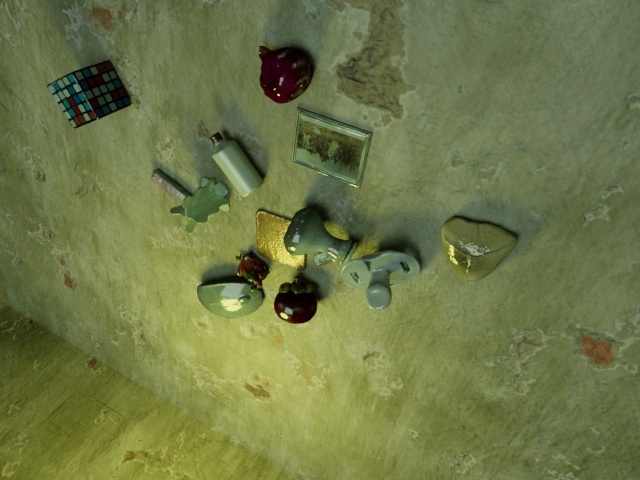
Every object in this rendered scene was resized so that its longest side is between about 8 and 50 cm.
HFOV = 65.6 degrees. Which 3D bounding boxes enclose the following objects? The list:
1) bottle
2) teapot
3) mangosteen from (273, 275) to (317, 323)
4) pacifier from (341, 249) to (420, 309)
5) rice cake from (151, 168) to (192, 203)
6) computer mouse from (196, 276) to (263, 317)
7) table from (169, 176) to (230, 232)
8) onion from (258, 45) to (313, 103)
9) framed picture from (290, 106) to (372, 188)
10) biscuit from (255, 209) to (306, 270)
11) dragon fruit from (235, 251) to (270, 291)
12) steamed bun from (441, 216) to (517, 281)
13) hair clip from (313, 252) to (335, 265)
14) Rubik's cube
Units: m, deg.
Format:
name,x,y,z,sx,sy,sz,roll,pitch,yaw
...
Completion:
name,x,y,z,sx,sy,sz,roll,pitch,yaw
bottle,-0.315,-0.283,1.810,0.104,0.104,0.245,-23,109,40
teapot,0.000,0.000,1.791,0.250,0.183,0.183,26,133,-3
mangosteen,-0.098,0.242,2.028,0.199,0.200,0.200,16,129,21
pacifier,0.213,0.149,1.724,0.278,0.207,0.227,-14,136,21
rice cake,-0.595,-0.186,2.085,0.290,0.051,0.081,39,133,1
computer mouse,-0.431,0.266,2.272,0.373,0.114,0.203,-9,116,34
table,-0.470,-0.136,1.943,0.166,0.198,0.167,16,129,21
onion,-0.133,-0.514,1.509,0.198,0.135,0.173,38,131,4
framed picture,0.026,-0.302,1.647,0.274,0.017,0.217,22,131,16
biscuit,-0.159,0.001,1.983,0.232,0.013,0.237,19,131,19
dragon fruit,-0.286,0.129,2.099,0.142,0.175,0.138,-11,131,2
steamed bun,0.464,0.030,1.563,0.212,0.110,0.231,33,130,7
hair clip,0.036,0.063,1.903,0.137,0.022,0.054,-16,113,35
Rubik's cube,-0.877,-0.556,1.897,0.182,0.184,0.187,-6,120,34
